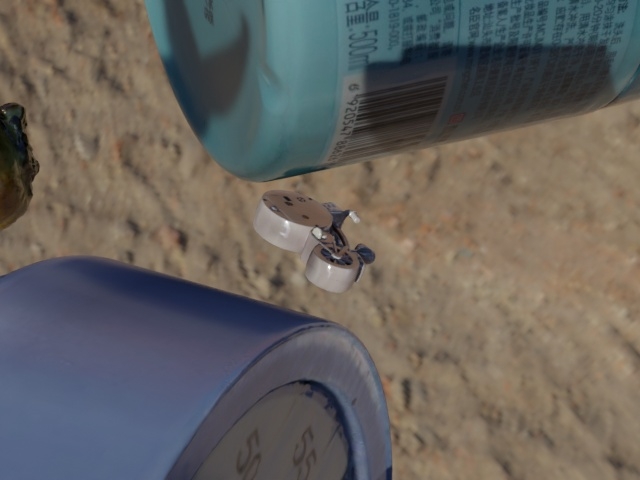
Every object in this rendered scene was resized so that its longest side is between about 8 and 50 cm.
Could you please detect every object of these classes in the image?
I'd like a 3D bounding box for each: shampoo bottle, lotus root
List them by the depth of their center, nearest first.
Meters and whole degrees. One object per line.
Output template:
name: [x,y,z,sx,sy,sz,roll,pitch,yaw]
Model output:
lotus root: [-0.293,-0.039,1.062,0.191,0.108,0.094,-13,78,-3]
shampoo bottle: [0.065,-0.230,1.118,0.343,0.331,0.331,-15,66,-20]

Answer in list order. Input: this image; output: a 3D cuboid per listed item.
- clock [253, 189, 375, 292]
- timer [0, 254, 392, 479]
clock: [0.000,0.000,1.275,0.087,0.041,0.129,3,29,-34]
timer: [-0.070,0.183,0.612,0.173,0.395,0.395,13,49,21]
